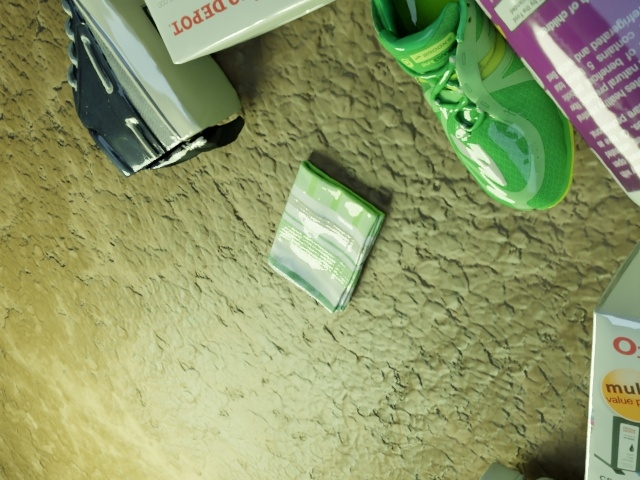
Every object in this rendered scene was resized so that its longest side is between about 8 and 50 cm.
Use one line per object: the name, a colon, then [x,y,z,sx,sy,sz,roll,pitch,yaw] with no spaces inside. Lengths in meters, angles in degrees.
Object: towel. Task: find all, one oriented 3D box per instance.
towel: [0.000,0.000,0.860,0.113,0.023,0.152,34,132,16]

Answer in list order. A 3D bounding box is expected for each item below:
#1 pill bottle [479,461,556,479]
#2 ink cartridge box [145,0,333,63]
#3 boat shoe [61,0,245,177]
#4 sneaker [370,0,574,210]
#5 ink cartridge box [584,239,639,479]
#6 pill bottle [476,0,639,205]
pill bottle: [0.254,0.315,0.788,0.209,0.119,0.119,21,127,28]
ink cartridge box: [-0.087,-0.317,0.669,0.198,0.115,0.272,-12,108,42]
boat shoe: [-0.235,-0.222,0.831,0.158,0.127,0.340,-23,101,36]
sneaker: [0.102,-0.146,0.621,0.109,0.123,0.295,-20,103,43]
ink cartridge box: [0.310,0.126,0.592,0.171,0.168,0.232,12,122,34]
pill bottle: [0.233,-0.123,0.500,0.301,0.169,0.169,52,135,0]
